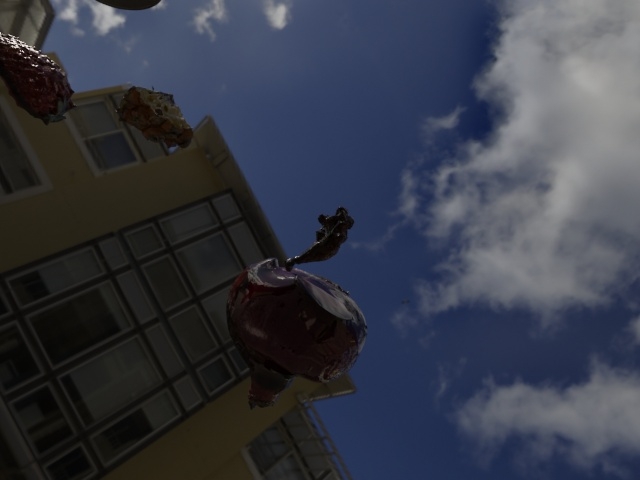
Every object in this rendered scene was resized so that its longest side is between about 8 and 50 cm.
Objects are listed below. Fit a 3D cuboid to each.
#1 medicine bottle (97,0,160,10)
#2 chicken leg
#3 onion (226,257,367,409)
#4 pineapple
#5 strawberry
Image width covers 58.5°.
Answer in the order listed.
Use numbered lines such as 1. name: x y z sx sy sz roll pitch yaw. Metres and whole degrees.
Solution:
1. medicine bottle: -0.413 -0.687 1.206 0.208 0.208 0.339 -8 -103 45
2. chicken leg: 0.006 0.002 1.308 0.089 0.219 0.048 24 -30 22
3. onion: -0.105 0.274 1.538 0.398 0.398 0.420 35 -87 26
4. pineapple: -0.288 -0.219 1.022 0.137 0.116 0.069 37 -57 -20
5. strawberry: -0.827 -0.489 1.635 0.138 0.233 0.306 -30 -75 5
